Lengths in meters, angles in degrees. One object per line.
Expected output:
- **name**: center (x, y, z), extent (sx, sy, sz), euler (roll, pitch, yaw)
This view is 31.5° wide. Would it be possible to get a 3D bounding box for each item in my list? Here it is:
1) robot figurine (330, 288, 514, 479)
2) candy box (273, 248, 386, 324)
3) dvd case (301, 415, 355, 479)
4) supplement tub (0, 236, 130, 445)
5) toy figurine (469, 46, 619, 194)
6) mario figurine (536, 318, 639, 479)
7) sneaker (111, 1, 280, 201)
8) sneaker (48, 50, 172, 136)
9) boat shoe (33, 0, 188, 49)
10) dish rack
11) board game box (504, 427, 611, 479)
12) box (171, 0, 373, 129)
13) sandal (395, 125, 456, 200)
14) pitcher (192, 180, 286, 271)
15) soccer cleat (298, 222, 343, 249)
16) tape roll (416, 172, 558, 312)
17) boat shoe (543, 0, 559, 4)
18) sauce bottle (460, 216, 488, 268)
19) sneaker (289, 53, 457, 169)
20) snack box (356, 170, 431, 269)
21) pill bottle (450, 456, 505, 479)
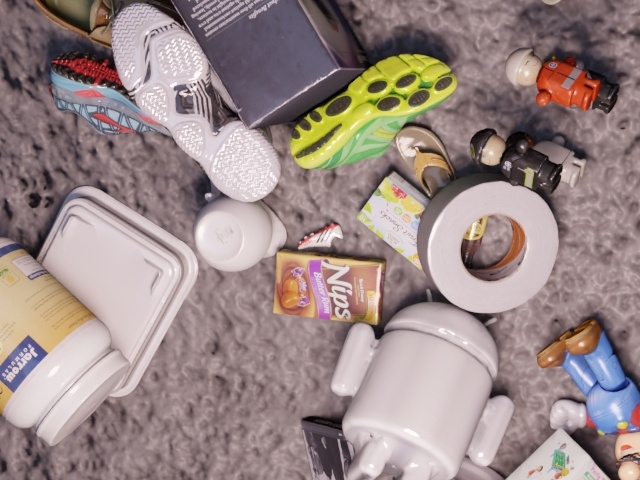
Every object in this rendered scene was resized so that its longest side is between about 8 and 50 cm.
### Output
- **robot figurine**: center (0.163, 0.245, 1.821), extent (0.300, 0.200, 0.353), euler (30, 64, -3)
- **candy box**: center (0.016, 0.079, 1.950), extent (0.186, 0.053, 0.109), euler (5, 99, 11)
- **dvd case**: center (0.041, 0.428, 1.945), extent (0.029, 0.179, 0.239), euler (-16, 96, -28)
- **supplement tub**: center (-0.502, 0.172, 1.927), extent (0.316, 0.228, 0.228), euler (42, 105, 5)
- **toy figurine**: center (0.345, -0.187, 1.752), extent (0.148, 0.209, 0.213), euler (27, 109, 23)
- **mario figurine**: center (0.472, 0.294, 1.804), extent (0.170, 0.198, 0.320), euler (-37, 84, 3)
- **sneaker**: center (-0.202, -0.226, 1.856), extent (0.137, 0.210, 0.366), euler (-38, 98, 4)
- **sneaker**: center (-0.347, -0.236, 1.983), extent (0.262, 0.104, 0.125), euler (23, 136, -1)
- **boat shoe**: center (-0.347, -0.373, 1.917), extent (0.324, 0.120, 0.122), euler (18, 104, 18)
- **dish rack**: center (-0.407, 0.101, 2.047), extent (0.285, 0.072, 0.333), euler (32, 105, 7)
- **board game box**: center (0.352, 0.485, 1.815), extent (0.303, 0.097, 0.224), euler (-43, 120, 0)
- **box**: center (-0.080, -0.347, 1.785), extent (0.182, 0.296, 0.294), euler (-30, 91, 15)
- **sandal**: center (0.185, -0.111, 1.882), extent (0.072, 0.049, 0.180), euler (-27, 91, 16)
- **pitcher**: center (-0.150, -0.038, 1.893), extent (0.125, 0.207, 0.178), euler (-37, 87, 15)
- **soccer cleat**: center (0.000, 0.000, 1.954), extent (0.083, 0.029, 0.035), euler (-29, 86, 11)
- **tape roll**: center (0.269, 0.004, 1.826), extent (0.219, 0.072, 0.219), euler (-3, 106, -9)
- **boat shoe**: center (0.334, -0.475, 1.784), extent (0.068, 0.081, 0.228), euler (-24, 78, -27)
- **sauce bottle**: center (0.254, -0.017, 1.883), extent (0.042, 0.042, 0.128), euler (13, 100, 11)
- **sneaker**: center (0.088, -0.208, 1.855), extent (0.295, 0.123, 0.109), euler (-27, 70, 18)
- **snack box**: center (0.145, -0.034, 1.896), extent (0.141, 0.037, 0.100), euler (39, 125, 6)
- **pill bottle**: center (0.201, 0.517, 1.913), extent (0.161, 0.161, 0.283), euler (22, 103, 10)
